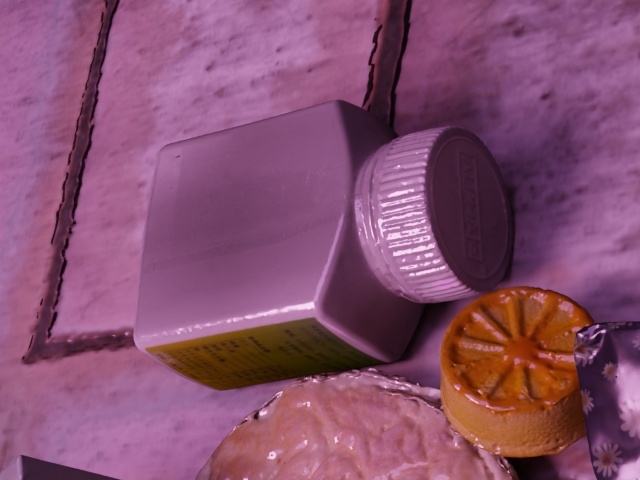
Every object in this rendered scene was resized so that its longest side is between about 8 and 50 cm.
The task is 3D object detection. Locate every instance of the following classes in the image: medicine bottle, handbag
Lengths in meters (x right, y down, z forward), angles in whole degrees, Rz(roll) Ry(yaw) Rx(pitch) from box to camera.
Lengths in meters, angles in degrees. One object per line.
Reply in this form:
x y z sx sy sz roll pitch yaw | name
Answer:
0.000 0.000 1.013 0.188 0.088 0.132 -12 60 34 | medicine bottle
0.171 0.106 0.841 0.115 0.072 0.139 -3 78 36 | handbag

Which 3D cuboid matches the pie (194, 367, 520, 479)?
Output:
0.019 0.158 0.936 0.185 0.052 0.218 -32 47 24 | pie

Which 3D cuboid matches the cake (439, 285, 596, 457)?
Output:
0.097 0.063 0.916 0.084 0.044 0.084 -8 46 8 | cake

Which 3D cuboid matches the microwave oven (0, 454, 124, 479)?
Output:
-0.157 0.226 0.960 0.208 0.122 0.162 -40 45 36 | microwave oven
